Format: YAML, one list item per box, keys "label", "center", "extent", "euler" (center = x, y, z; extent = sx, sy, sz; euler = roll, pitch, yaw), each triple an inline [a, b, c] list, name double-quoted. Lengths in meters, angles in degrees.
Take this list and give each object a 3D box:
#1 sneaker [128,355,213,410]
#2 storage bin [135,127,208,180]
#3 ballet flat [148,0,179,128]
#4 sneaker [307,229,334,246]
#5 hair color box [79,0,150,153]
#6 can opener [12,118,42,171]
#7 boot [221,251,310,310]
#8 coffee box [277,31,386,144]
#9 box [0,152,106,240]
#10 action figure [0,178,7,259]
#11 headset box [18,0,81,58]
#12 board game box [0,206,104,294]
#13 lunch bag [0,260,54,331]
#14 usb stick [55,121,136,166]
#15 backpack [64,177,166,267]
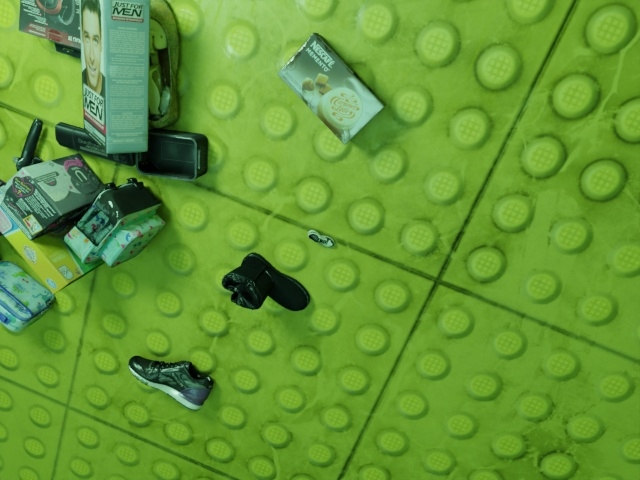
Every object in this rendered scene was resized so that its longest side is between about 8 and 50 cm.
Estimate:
- label: "sneaker"
  center: [-0.486, 0.433, 1.716]
  extent: [0.284, 0.107, 0.124]
  euler: [30, 97, -4]
- label: "storage bin"
  center: [-0.417, -0.244, 1.464]
  extent: [0.180, 0.084, 0.121]
  euler: [8, 110, 8]
- label: "ballet flat"
  center: [-0.440, -0.470, 1.374]
  extent: [0.123, 0.123, 0.348]
  euler: [4, 109, 10]
- label: "sneaker"
  center: [0.000, 0.000, 1.490]
  extent: [0.083, 0.037, 0.031]
  euler: [24, 110, 1]
- label: "hair color box"
  center: [-0.519, -0.427, 1.309]
  extent: [0.185, 0.114, 0.374]
  euler: [35, 125, 41]
- label: "can opener"
  center: [-0.873, -0.280, 1.564]
  extent: [0.059, 0.073, 0.186]
  euler: [40, 114, 38]
- label: "boot"
  center: [-0.154, 0.151, 1.481]
  extent: [0.246, 0.207, 0.094]
  euler: [41, 111, -5]
- label: "coffee box"
  center: [0.031, -0.384, 1.319]
  extent: [0.141, 0.098, 0.246]
  euler: [-41, 97, 20]
- label: "box"
  center: [-0.753, -0.133, 1.480]
  extent: [0.142, 0.247, 0.163]
  euler: [-33, 100, 18]
- label: "action figure"
  center: [-1.071, -0.027, 1.581]
  extent: [0.370, 0.275, 0.248]
  euler: [-31, 107, 5]
- label: "headset box"
  center: [-0.654, -0.635, 1.361]
  extent: [0.218, 0.110, 0.292]
  euler: [18, 111, 5]
- label: "board game box"
  center: [-0.793, -0.024, 1.529]
  extent: [0.064, 0.242, 0.316]
  euler: [-33, 100, 18]
- label: "lunch bag"
  center: [-0.992, 0.179, 1.672]
  extent: [0.219, 0.176, 0.090]
  euler: [43, 111, -4]
- label: "usb stick"
  center: [-0.644, -0.277, 1.490]
  extent: [0.278, 0.045, 0.077]
  euler: [17, 125, 17]
- label: "backpack"
  center: [-0.593, -0.034, 1.498]
  extent: [0.254, 0.225, 0.191]
  euler: [-34, 94, 23]
